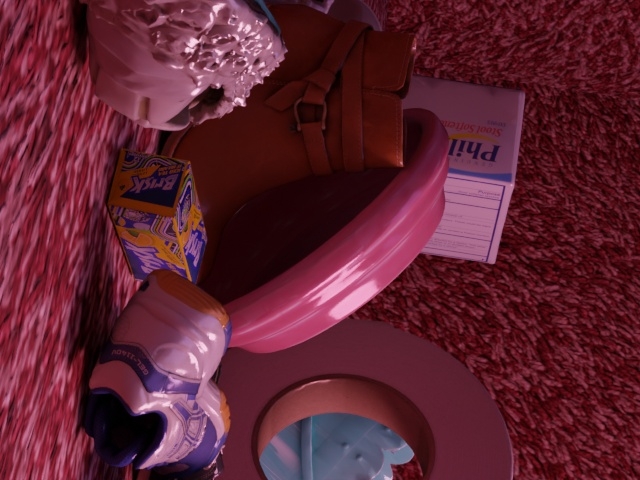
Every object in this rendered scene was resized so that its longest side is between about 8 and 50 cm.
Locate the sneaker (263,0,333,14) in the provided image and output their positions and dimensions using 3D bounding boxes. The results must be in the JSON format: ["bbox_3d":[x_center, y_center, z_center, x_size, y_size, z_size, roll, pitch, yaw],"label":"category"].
[{"bbox_3d":[-0.062,-0.204,1.636,0.118,0.110,0.292,105,7,-45],"label":"sneaker"}]

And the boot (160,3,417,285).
[{"bbox_3d":[-0.030,-0.079,1.442,0.109,0.220,0.284,68,31,-77],"label":"boot"}]

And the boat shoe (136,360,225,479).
[{"bbox_3d":[-0.122,0.194,1.517,0.084,0.079,0.233,-45,158,-47],"label":"boat shoe"}]

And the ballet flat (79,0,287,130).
[{"bbox_3d":[-0.100,-0.139,1.129,0.409,0.147,0.147,-2,102,-85],"label":"ballet flat"}]

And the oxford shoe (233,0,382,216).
[{"bbox_3d":[-0.015,-0.172,1.859,0.130,0.169,0.449,92,13,-45],"label":"oxford shoe"}]

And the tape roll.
[{"bbox_3d":[0.024,0.252,1.762,0.072,0.392,0.392,94,7,-46],"label":"tape roll"}]

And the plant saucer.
[{"bbox_3d":[0.000,0.000,1.548,0.084,0.332,0.332,53,22,-16],"label":"plant saucer"}]

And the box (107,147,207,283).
[{"bbox_3d":[-0.135,-0.014,1.309,0.169,0.059,0.054,87,16,-68],"label":"box"}]

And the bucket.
[{"bbox_3d":[-0.001,0.285,2.085,0.281,0.183,0.281,-47,168,-13],"label":"bucket"}]

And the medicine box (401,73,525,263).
[{"bbox_3d":[0.136,-0.101,2.170,0.289,0.263,0.149,89,11,-67],"label":"medicine box"}]

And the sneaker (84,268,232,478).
[{"bbox_3d":[-0.153,0.143,1.321,0.131,0.112,0.296,-53,163,-29],"label":"sneaker"}]
